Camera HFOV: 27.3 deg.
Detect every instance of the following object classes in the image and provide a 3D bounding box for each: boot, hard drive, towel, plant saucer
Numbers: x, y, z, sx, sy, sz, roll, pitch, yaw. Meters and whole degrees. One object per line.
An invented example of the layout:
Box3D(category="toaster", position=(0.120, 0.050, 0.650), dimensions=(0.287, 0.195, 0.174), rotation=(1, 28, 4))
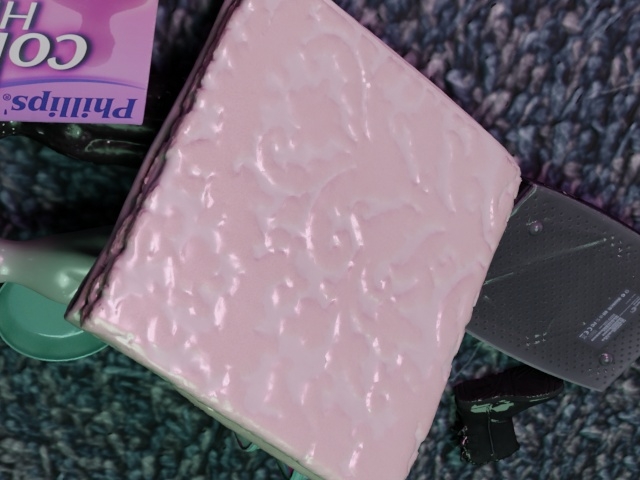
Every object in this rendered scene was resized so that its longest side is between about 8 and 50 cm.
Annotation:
Box3D(category="boot", position=(0.194, 0.184, 1.368), dimensions=(0.121, 0.045, 0.099), rotation=(-11, 127, 0))
Box3D(category="hard drive", position=(0.233, 0.041, 1.262), dimensions=(0.255, 0.054, 0.172), rotation=(26, 115, -32))
Box3D(category="towel", position=(0.000, 0.000, 1.012), dimensions=(0.317, 0.053, 0.332), rotation=(36, 66, -28))
Box3D(category="plant saucer", position=(-0.224, 0.054, 1.147), dimensions=(0.119, 0.021, 0.119), rotation=(-9, 128, -11))

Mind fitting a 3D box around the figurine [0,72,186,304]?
Box3D(category="figurine", position=(-0.220, -0.035, 1.035), dimensions=(0.209, 0.092, 0.215), rotation=(5, 117, -11))

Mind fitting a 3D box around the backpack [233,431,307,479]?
Box3D(category="backpack", position=(-0.015, 0.121, 1.170), dimensions=(0.144, 0.166, 0.188), rotation=(-13, 129, -13))

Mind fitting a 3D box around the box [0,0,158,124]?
Box3D(category="box", position=(-0.219, -0.210, 0.880), dimensions=(0.214, 0.117, 0.243), rotation=(0, 127, -18))
